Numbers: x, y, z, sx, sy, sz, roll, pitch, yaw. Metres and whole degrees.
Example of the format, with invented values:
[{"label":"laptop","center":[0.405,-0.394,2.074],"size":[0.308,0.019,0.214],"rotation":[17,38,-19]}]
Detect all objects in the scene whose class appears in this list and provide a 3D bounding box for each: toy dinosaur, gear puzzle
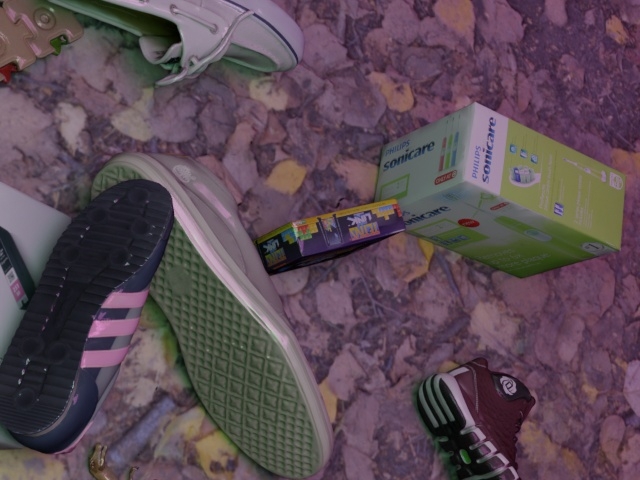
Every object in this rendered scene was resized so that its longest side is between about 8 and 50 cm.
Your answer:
[{"label":"toy dinosaur","center":[-0.223,0.322,1.472],"size":[0.093,0.053,0.183],"rotation":[-2,70,-19]},{"label":"gear puzzle","center":[-0.382,-0.278,1.535],"size":[0.339,0.044,0.175],"rotation":[-39,98,-38]}]

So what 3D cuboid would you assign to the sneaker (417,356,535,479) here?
[{"label":"sneaker","center":[0.258,0.284,1.773],"size":[0.162,0.106,0.281],"rotation":[-26,92,-40]}]

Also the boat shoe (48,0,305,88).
[{"label":"boat shoe","center":[-0.177,-0.252,1.594],"size":[0.367,0.136,0.156],"rotation":[24,68,-39]}]

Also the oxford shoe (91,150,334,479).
[{"label":"oxford shoe","center":[-0.106,0.079,1.555],"size":[0.449,0.169,0.130],"rotation":[59,35,-5]}]

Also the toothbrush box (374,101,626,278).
[{"label":"toothbrush box","center":[0.248,-0.061,1.799],"size":[0.283,0.206,0.122],"rotation":[23,65,-29]}]

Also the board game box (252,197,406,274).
[{"label":"board game box","center":[0.000,0.000,1.651],"size":[0.170,0.141,0.048],"rotation":[-14,85,-36]}]

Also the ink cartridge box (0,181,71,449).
[{"label":"ink cartridge box","center":[-0.391,0.060,1.374],"size":[0.239,0.060,0.275],"rotation":[31,59,-47]}]

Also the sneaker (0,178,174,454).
[{"label":"sneaker","center":[-0.248,0.084,1.419],"size":[0.112,0.131,0.319],"rotation":[19,65,18]}]
